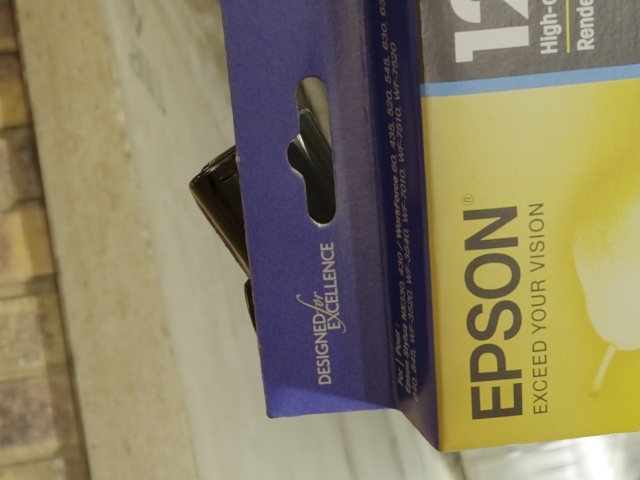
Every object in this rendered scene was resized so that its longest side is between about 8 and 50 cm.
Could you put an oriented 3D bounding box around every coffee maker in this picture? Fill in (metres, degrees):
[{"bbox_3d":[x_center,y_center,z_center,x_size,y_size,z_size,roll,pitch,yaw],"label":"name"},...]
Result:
[{"bbox_3d":[0.000,0.000,0.973,0.120,0.178,0.171,-34,180,-23],"label":"coffee maker"}]

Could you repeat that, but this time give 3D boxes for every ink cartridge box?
[{"bbox_3d":[0.113,-0.046,0.663,0.307,0.304,0.072,-7,-158,-4],"label":"ink cartridge box"}]
